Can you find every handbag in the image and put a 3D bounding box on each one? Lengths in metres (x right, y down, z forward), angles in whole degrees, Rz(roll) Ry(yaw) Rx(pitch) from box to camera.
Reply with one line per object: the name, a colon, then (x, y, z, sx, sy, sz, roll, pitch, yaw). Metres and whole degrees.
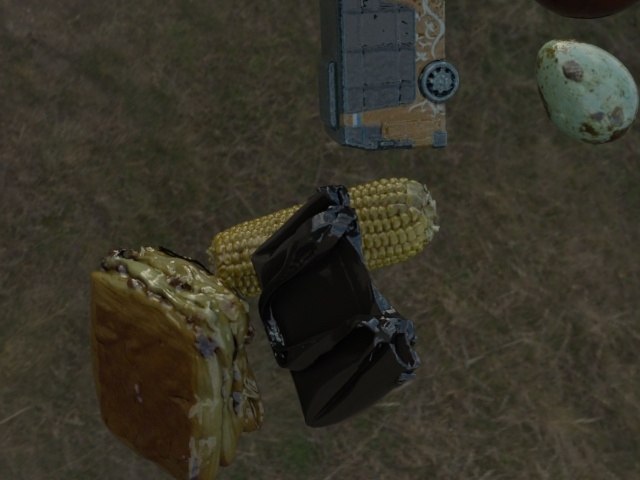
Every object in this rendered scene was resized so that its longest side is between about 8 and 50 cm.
handbag: (0.015, 0.089, 1.293, 0.113, 0.257, 0.285, -10, 70, -30)

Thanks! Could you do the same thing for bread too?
bread: (-0.207, 0.175, 1.423, 0.167, 0.277, 0.325, -23, 126, -45)

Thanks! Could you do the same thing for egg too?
egg: (0.506, -0.290, 1.842, 0.231, 0.169, 0.169, 51, 50, 3)

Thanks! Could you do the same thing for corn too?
corn: (0.000, 0.000, 1.533, 0.387, 0.144, 0.144, -16, 76, 2)

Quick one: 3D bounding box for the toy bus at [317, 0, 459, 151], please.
toy bus: (0.081, -0.254, 1.222, 0.167, 0.138, 0.275, -6, 108, -10)

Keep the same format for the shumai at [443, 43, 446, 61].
shumai: (0.166, -0.346, 1.608, 0.105, 0.123, 0.139, 12, 23, -11)

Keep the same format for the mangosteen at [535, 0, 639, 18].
mangosteen: (0.352, -0.417, 1.293, 0.215, 0.215, 0.257, 31, 22, -21)
